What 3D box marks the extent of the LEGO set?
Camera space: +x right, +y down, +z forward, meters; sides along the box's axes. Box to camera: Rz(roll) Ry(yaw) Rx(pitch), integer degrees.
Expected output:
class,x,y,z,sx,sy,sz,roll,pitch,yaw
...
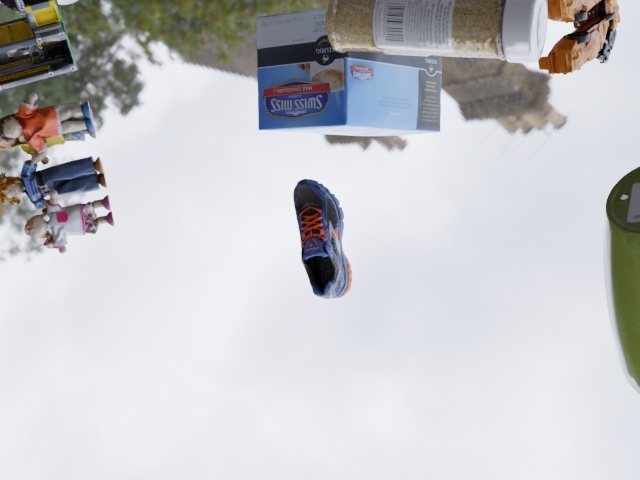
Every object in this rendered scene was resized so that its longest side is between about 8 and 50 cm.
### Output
class,x,y,z,sx,sy,sz,roll,pitch,yaw
LEGO set,-0.505,-0.379,1.542,0.331,0.192,0.255,100,-29,-70

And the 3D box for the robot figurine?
class,x,y,z,sx,sy,sz,roll,pitch,yaw
robot figurine,0.488,-0.423,1.922,0.085,0.211,0.291,3,-155,33

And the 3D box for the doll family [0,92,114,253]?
class,x,y,z,sx,sy,sz,roll,pitch,yaw
doll family,-0.420,-0.116,1.576,0.163,0.263,0.118,-11,-151,-9

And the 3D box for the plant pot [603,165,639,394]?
class,x,y,z,sx,sy,sz,roll,pitch,yaw
plant pot,0.495,0.040,1.373,0.274,0.293,0.275,-21,-142,18

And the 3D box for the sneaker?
class,x,y,z,sx,sy,sz,roll,pitch,yaw
sneaker,0.000,0.000,1.781,0.083,0.221,0.087,-15,-175,23

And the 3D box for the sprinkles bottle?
class,x,y,z,sx,sy,sz,roll,pitch,yaw
sprinkles bottle,0.191,-0.365,1.699,0.355,0.121,0.121,8,-121,23

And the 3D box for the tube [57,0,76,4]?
class,x,y,z,sx,sy,sz,roll,pitch,yaw
tube,-0.517,-0.567,1.967,0.062,0.070,0.240,-41,-119,47

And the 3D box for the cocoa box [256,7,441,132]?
class,x,y,z,sx,sy,sz,roll,pitch,yaw
cocoa box,0.064,-0.330,2.076,0.231,0.347,0.228,2,-86,38
